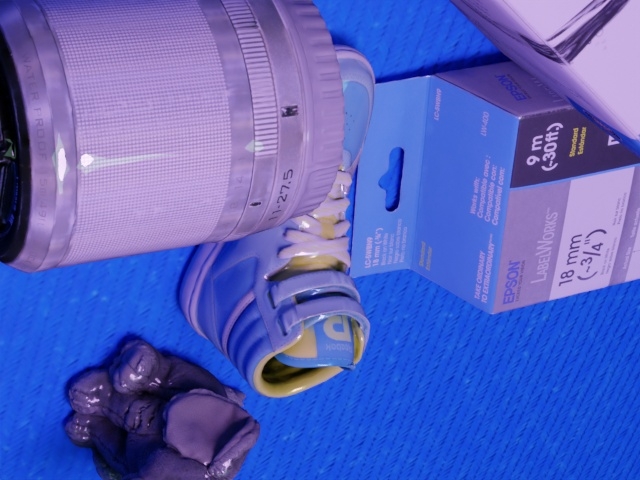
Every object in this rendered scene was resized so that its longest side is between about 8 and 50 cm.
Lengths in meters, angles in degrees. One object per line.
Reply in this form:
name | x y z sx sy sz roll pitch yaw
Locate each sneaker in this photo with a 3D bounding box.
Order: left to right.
sneaker | 0.000 0.000 1.419 0.127 0.208 0.319 7 118 -35

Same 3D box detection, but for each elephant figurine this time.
elephant figurine | -0.132 0.219 1.475 0.186 0.239 0.169 -36 134 -5

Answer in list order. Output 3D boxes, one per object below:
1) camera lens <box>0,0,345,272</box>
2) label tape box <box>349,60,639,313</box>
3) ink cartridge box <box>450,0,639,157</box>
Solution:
camera lens | -0.147 -0.099 1.242 0.274 0.219 0.219 -10 127 -28
label tape box | 0.207 -0.056 1.559 0.333 0.106 0.241 -12 130 -19
ink cartridge box | 0.172 -0.255 1.285 0.166 0.285 0.395 -49 135 6
